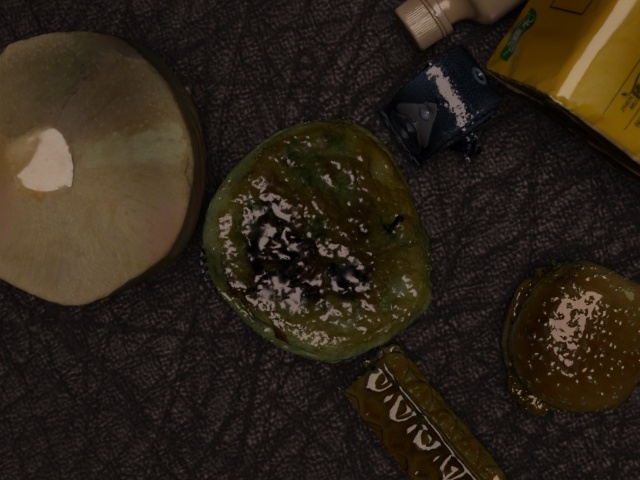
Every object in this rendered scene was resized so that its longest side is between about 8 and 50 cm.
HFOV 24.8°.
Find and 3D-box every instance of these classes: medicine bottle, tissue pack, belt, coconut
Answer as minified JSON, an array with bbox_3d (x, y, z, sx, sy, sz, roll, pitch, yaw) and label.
[{"bbox_3d":[0.215,-0.341,1.880,0.252,0.114,0.114,-35,89,2],"label":"medicine bottle"},{"bbox_3d":[0.434,-0.275,1.789,0.293,0.228,0.382,32,91,-26],"label":"tissue pack"},{"bbox_3d":[0.162,-0.160,1.833,0.122,0.218,0.128,-34,88,-7],"label":"belt"},{"bbox_3d":[-0.300,-0.092,1.790,0.353,0.352,0.352,0,91,2],"label":"coconut"}]

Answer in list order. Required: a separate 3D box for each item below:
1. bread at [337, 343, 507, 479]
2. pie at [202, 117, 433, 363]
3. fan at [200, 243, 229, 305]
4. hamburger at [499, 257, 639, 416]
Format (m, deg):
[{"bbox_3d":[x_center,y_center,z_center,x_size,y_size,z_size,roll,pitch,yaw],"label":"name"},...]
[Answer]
[{"bbox_3d":[0.143,0.261,1.902,0.269,0.098,0.087,50,134,0],"label":"bread"},{"bbox_3d":[0.000,0.000,1.865,0.323,0.070,0.323,4,76,-16],"label":"pie"},{"bbox_3d":[-0.042,0.052,1.918,0.244,0.074,0.130,28,80,-4],"label":"fan"},{"bbox_3d":[0.330,0.135,1.878,0.189,0.122,0.215,21,93,-1],"label":"hamburger"}]
